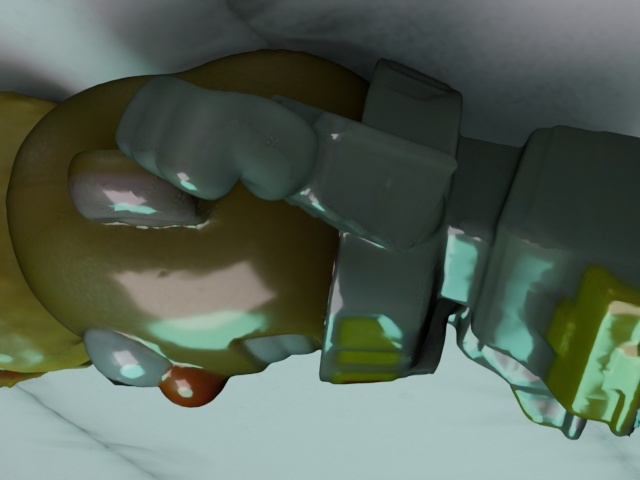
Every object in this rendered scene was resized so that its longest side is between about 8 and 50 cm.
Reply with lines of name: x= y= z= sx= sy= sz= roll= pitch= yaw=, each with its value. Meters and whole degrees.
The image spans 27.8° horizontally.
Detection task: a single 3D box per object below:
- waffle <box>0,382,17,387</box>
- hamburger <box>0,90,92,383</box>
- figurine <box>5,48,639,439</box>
waffle: x=-0.283 y=0.051 z=0.940 sx=0.211 sy=0.055 sz=0.160 roll=-15 pitch=139 yaw=45
hamburger: x=-0.170 y=0.003 z=0.700 sx=0.162 sy=0.162 sz=0.115 roll=29 pitch=150 yaw=-21
figurine: x=0.000 y=-0.001 z=0.586 sx=0.285 sy=0.167 sz=0.342 roll=12 pitch=150 yaw=2
